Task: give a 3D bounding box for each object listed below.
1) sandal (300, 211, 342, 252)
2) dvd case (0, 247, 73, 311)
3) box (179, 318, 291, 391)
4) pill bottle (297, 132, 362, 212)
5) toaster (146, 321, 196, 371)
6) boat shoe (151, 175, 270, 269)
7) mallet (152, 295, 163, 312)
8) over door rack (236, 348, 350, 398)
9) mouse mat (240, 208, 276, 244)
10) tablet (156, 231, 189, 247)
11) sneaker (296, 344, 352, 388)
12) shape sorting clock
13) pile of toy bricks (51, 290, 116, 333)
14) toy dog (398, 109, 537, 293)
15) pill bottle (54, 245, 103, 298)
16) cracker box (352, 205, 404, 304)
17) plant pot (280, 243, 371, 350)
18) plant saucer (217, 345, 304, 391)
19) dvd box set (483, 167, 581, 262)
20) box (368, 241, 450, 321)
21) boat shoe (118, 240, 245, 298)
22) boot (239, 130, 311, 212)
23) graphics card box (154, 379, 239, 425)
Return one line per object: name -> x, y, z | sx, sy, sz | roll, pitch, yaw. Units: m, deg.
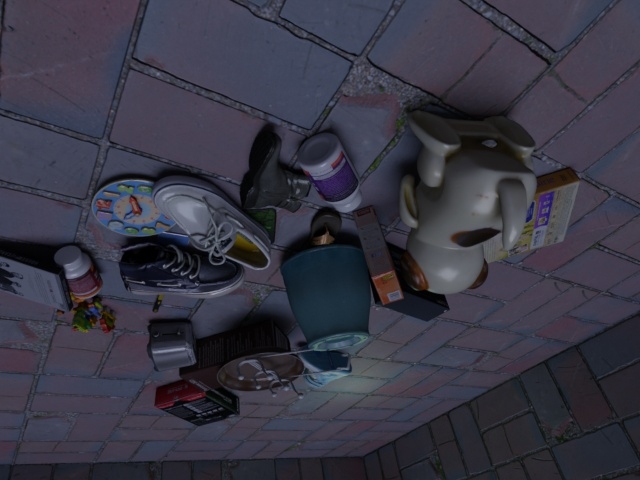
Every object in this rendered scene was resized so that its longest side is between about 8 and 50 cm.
sandal -> 0.000, 0.000, 1.281 | 0.090, 0.060, 0.219 | 9, 137, -24
dvd case -> -0.784, 0.098, 1.164 | 0.239, 0.029, 0.179 | 18, 136, -3
box -> -0.322, 0.443, 1.690 | 0.382, 0.143, 0.191 | -16, 141, 9
pill bottle -> 0.031, -0.154, 1.060 | 0.108, 0.108, 0.193 | -22, 140, 13
toaster -> -0.521, 0.378, 1.566 | 0.147, 0.129, 0.227 | -5, 140, -12
boat shoe -> -0.254, -0.014, 1.100 | 0.136, 0.156, 0.367 | -35, 138, 15
mallet -> -0.514, 0.178, 1.396 | 0.062, 0.039, 0.190 | 15, 138, -31
over door rack -> -0.080, 0.435, 1.476 | 0.324, 0.108, 0.239 | -23, 140, 13
mouse mat -> -0.219, -0.033, 1.230 | 0.190, 0.007, 0.152 | -2, 141, -10
tablet -> -0.406, -0.002, 1.219 | 0.083, 0.006, 0.054 | 11, 137, -25
sneaker -> -0.032, 0.561, 1.918 | 0.208, 0.127, 0.319 | -36, 135, 26
shape sorting clock -> -0.449, -0.075, 1.090 | 0.206, 0.040, 0.206 | -7, 142, -5
pile of toy bricks -> -0.730, 0.232, 1.347 | 0.118, 0.105, 0.212 | -16, 141, 6
toy dog -> 0.341, -0.050, 1.058 | 0.285, 0.395, 0.407 | -7, 134, -20
pill bottle -> -0.657, 0.086, 1.200 | 0.086, 0.086, 0.152 | -5, 142, -8
cracker box -> 0.160, 0.039, 1.232 | 0.067, 0.232, 0.155 | -19, 141, 8
plant pot -> 0.032, 0.185, 1.320 | 0.272, 0.255, 0.271 | -9, 155, -4
plant saucer -> -0.212, 0.458, 1.589 | 0.311, 0.050, 0.310 | -6, 140, -5
dvd box set -> 0.555, -0.040, 1.372 | 0.421, 0.062, 0.307 | -18, 141, 7
box -> 0.278, 0.137, 1.423 | 0.261, 0.184, 0.103 | 23, 130, -35
boat shoe -> -0.383, 0.077, 1.223 | 0.341, 0.127, 0.158 | -4, 149, -9
boot -> -0.091, -0.160, 1.060 | 0.161, 0.083, 0.246 | 0, 146, -25
graphics card box -> -0.556, 0.747, 2.041 | 0.233, 0.094, 0.371 | -19, 140, 9
